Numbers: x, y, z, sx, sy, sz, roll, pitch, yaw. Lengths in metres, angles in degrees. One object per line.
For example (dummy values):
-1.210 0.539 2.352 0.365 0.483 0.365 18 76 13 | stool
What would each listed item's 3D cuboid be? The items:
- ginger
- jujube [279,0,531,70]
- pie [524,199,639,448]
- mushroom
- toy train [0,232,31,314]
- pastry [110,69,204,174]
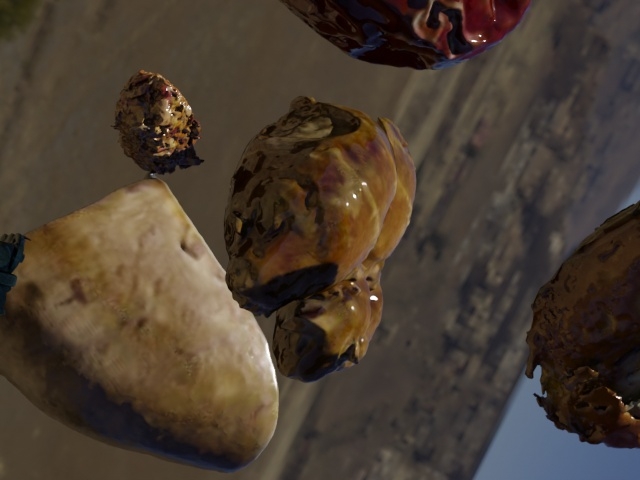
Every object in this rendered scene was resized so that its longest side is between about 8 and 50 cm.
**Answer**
-0.004 -0.003 1.522 0.357 0.152 0.274 -2 103 -76 | ginger
0.047 -0.337 1.510 0.276 0.377 0.276 -27 -147 20 | jujube
0.337 0.086 1.411 0.085 0.308 0.308 -98 -152 -57 | pie
-0.249 0.151 1.969 0.313 0.397 0.224 -26 165 -41 | mushroom
-0.358 0.037 1.590 0.170 0.071 0.111 180 -76 -68 | toy train
-0.165 -0.106 1.471 0.063 0.087 0.169 -49 168 -17 | pastry
